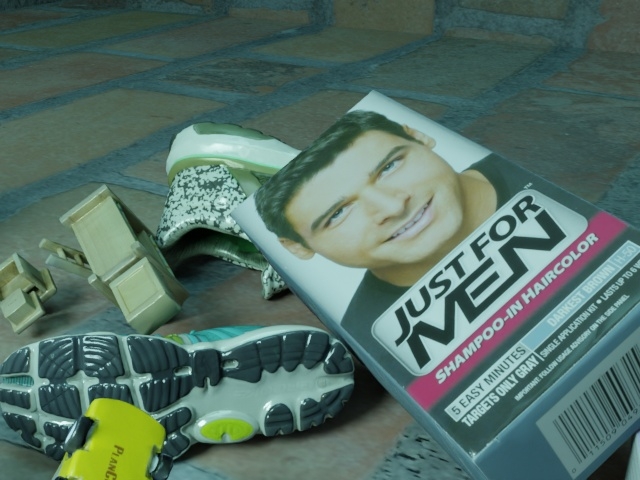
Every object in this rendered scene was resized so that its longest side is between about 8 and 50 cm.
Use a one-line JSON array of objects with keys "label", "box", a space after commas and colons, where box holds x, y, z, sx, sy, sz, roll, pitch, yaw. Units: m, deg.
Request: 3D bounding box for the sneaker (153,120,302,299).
[{"label": "sneaker", "box": [0.000, 0.000, 0.915, 0.411, 0.158, 0.182, 8, 56, 16]}]

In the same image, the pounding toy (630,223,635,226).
[{"label": "pounding toy", "box": [0.202, 0.044, 0.779, 0.141, 0.130, 0.100, 11, 14, 24]}]

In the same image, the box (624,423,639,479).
[{"label": "box", "box": [0.207, 0.215, 0.444, 0.063, 0.067, 0.324, 6, 24, 13]}]

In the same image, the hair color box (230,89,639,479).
[{"label": "hair color box", "box": [0.093, 0.025, 0.674, 0.185, 0.113, 0.374, -41, 38, -6]}]

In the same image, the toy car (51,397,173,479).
[{"label": "toy car", "box": [-0.116, 0.206, 0.399, 0.225, 0.053, 0.239, 47, 32, 12]}]

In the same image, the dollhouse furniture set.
[{"label": "dollhouse furniture set", "box": [-0.215, 0.070, 0.805, 0.161, 0.101, 0.182, -38, 46, -1]}]

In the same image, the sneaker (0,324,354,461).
[{"label": "sneaker", "box": [-0.111, 0.116, 0.673, 0.275, 0.107, 0.110, -1, 4, -12]}]
